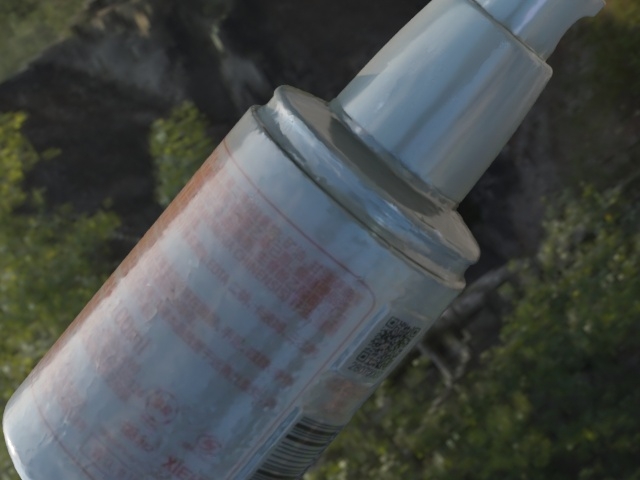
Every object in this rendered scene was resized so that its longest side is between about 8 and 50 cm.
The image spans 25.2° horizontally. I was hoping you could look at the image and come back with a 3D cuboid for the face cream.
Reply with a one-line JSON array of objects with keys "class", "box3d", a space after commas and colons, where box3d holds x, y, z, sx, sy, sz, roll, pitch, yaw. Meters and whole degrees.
[{"class": "face cream", "box3d": [0.000, 0.000, 0.504, 0.101, 0.252, 0.101, 38, -169, -8]}]
